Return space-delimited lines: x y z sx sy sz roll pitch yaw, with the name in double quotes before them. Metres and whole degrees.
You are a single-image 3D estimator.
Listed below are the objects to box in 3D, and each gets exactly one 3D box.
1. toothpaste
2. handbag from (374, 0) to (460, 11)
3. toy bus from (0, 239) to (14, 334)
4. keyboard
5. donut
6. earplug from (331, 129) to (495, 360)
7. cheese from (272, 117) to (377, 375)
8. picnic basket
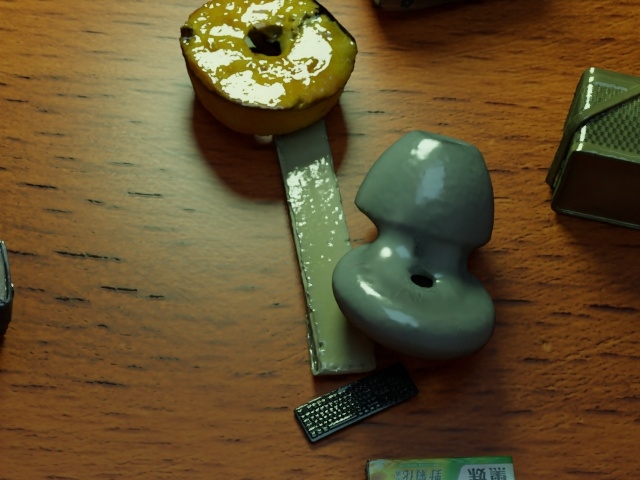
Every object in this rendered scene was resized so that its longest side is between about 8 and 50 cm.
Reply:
"toothpaste" 0.143 0.286 1.636 0.178 0.037 0.043 -1 57 -4
"handbag" 0.164 -0.468 2.025 0.251 0.190 0.193 -13 54 -21
"toy bus" -0.533 0.081 1.664 0.317 0.138 0.112 -6 64 -9
"keyboard" 0.045 0.201 1.697 0.155 0.010 0.053 -23 61 -17
"donut" -0.074 -0.253 1.895 0.253 0.118 0.253 0 46 0
"earplug" 0.130 0.009 1.723 0.214 0.175 0.325 15 57 -10
"cheese" 0.002 -0.001 1.807 0.085 0.034 0.400 -6 59 -7
"picnic basket" 0.448 -0.110 1.827 0.267 0.165 0.139 12 60 4
